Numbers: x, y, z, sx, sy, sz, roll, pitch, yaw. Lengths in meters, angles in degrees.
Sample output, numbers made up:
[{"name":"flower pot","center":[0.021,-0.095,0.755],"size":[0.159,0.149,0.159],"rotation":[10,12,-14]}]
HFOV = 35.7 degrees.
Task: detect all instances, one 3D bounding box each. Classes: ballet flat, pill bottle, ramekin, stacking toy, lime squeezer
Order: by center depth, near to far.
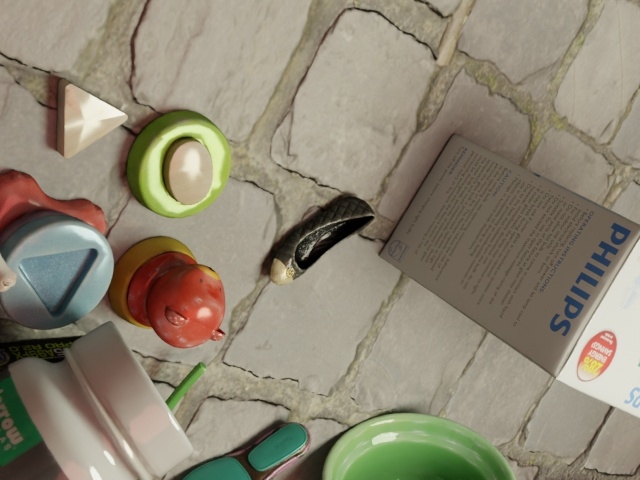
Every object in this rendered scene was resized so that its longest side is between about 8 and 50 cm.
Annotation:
[{"name":"pill bottle","center":[-0.327,0.250,1.031],"size":[0.361,0.204,0.204],"rotation":[-33,131,-13]},{"name":"stacking toy","center":[-0.211,-0.013,1.127],"size":[0.308,0.130,0.280],"rotation":[14,105,-43]},{"name":"lime squeezer","center":[-0.217,0.303,1.325],"size":[0.109,0.059,0.311],"rotation":[8,111,2]},{"name":"ballet flat","center":[0.000,0.000,1.358],"size":[0.173,0.049,0.057],"rotation":[-41,132,-14]},{"name":"ballet flat","center":[-0.109,0.342,1.453],"size":[0.221,0.077,0.079],"rotation":[-26,147,-26]},{"name":"ramekin","center":[0.148,0.428,1.551],"size":[0.303,0.303,0.148],"rotation":[-20,132,-30]}]

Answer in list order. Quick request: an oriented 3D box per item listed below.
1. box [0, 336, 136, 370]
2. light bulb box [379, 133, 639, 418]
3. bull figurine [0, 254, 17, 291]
[{"name":"box","center":[-0.368,0.227,1.182],"size":[0.270,0.060,0.216],"rotation":[0,113,-38]},{"name":"light bulb box","center":[0.352,0.060,1.457],"size":[0.357,0.361,0.225],"rotation":[26,96,-44]},{"name":"bull figurine","center":[-0.458,0.081,0.973],"size":[0.310,0.101,0.189],"rotation":[-4,100,-20]}]
